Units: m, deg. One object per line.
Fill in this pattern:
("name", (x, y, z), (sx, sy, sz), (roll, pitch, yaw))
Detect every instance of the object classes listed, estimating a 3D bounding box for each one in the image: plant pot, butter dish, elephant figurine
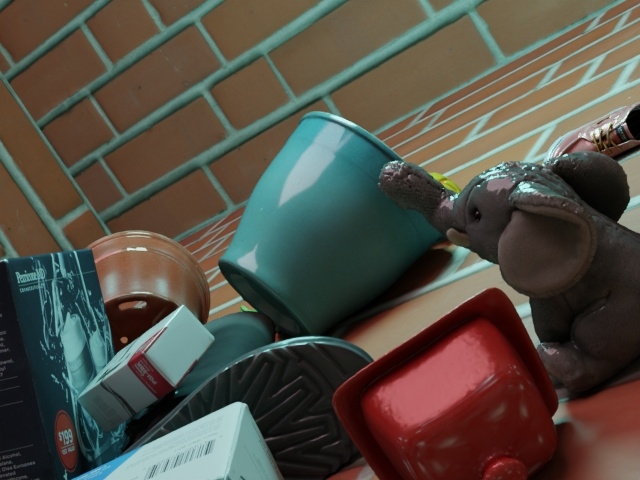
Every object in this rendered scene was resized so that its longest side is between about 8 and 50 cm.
("plant pot", (-0.311, 0.146, 1.844), (0.272, 0.272, 0.265), (-33, 18, -1))
("butter dish", (0.115, 0.146, 0.816), (0.160, 0.160, 0.118), (-33, 33, -2))
("plant pot", (0.000, 0.000, 1.572), (0.255, 0.271, 0.271), (-50, 14, -15))
("elephant figurine", (0.194, -0.003, 0.930), (0.186, 0.239, 0.169), (-33, 9, -2))

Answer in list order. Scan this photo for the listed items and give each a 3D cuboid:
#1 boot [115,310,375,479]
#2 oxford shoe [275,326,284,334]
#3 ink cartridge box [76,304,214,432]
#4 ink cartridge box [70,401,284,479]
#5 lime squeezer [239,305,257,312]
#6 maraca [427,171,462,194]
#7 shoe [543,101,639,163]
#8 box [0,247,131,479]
("boot", (-0.089, 0.181, 1.291), (0.367, 0.146, 0.445), (-30, 5, 8))
("oxford shoe", (-0.059, 0.088, 1.741), (0.083, 0.096, 0.227), (-31, 11, 2))
("ink cartridge box", (-0.197, 0.145, 1.221), (0.135, 0.056, 0.099), (-35, 11, 35))
("ink cartridge box", (-0.147, 0.281, 0.899), (0.223, 0.129, 0.307), (-25, 10, 6))
("lime squeezer", (-0.132, 0.159, 1.799), (0.110, 0.059, 0.310), (-64, -6, 28))
("maraca", (0.176, -0.054, 1.689), (0.127, 0.099, 0.185), (-7, 13, -27))
("shoe", (0.395, -0.141, 1.513), (0.178, 0.063, 0.081), (-31, 4, -18))
("box", (-0.361, 0.182, 1.284), (0.179, 0.313, 0.343), (-14, 1, 3))
